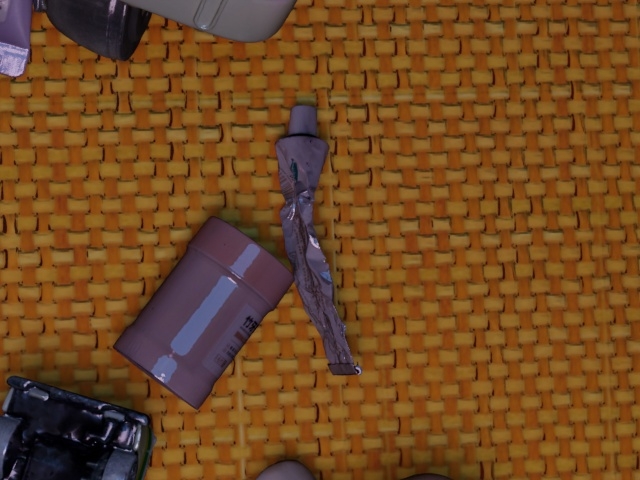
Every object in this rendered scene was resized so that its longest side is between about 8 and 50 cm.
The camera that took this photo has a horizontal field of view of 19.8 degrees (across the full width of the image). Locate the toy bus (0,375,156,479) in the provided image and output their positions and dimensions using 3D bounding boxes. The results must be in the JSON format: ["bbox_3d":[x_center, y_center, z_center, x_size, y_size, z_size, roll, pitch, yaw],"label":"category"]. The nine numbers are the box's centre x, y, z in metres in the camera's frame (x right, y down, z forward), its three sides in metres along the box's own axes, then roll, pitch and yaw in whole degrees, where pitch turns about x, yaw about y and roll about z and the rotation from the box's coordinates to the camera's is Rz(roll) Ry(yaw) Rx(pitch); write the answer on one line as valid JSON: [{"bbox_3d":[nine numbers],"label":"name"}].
[{"bbox_3d":[-0.235,0.267,1.578,0.133,0.165,0.276,16,85,6],"label":"toy bus"}]

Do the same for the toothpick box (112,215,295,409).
[{"bbox_3d":[-0.105,0.065,1.647,0.098,0.098,0.149,38,81,-6],"label":"toothpick box"}]

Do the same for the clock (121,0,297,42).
[{"bbox_3d":[-0.119,-0.339,1.611,0.265,0.108,0.324,20,49,-10],"label":"clock"}]

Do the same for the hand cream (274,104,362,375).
[{"bbox_3d":[-0.004,0.000,1.683,0.050,0.084,0.257,-6,84,-18],"label":"hand cream"}]

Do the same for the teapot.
[{"bbox_3d":[-0.201,-0.244,1.644,0.108,0.111,0.149,16,89,3],"label":"teapot"}]

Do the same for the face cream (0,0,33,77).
[{"bbox_3d":[-0.308,-0.295,1.643,0.154,0.096,0.274,14,97,-12],"label":"face cream"}]

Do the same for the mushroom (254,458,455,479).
[{"bbox_3d":[0.022,0.285,1.611,0.243,0.243,0.243,1,87,-11],"label":"mushroom"}]
